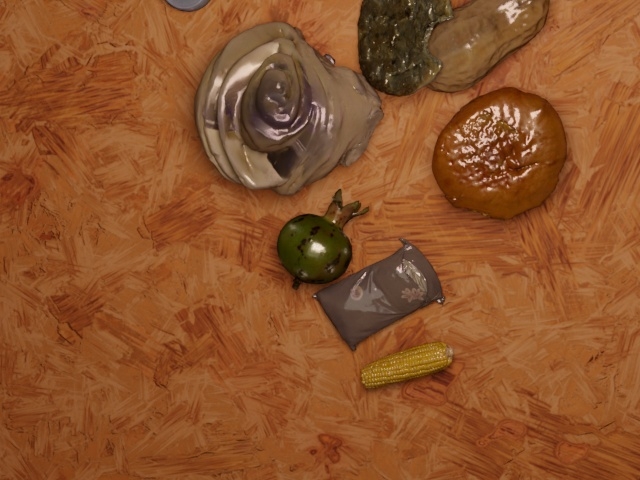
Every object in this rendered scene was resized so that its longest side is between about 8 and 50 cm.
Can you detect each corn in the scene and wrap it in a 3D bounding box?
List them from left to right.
[{"bbox_3d":[0.183,0.263,1.976,0.206,0.067,0.067,-20,97,15],"label":"corn"}]

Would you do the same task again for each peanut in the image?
[{"bbox_3d":[0.306,-0.390,1.785,0.291,0.159,0.143,-33,116,13],"label":"peanut"}]

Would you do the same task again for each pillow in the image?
[{"bbox_3d":[0.125,0.119,1.962,0.255,0.059,0.169,-31,97,13],"label":"pillow"}]

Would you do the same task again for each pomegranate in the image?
[{"bbox_3d":[0.009,-0.003,1.927,0.220,0.156,0.156,-43,92,-17],"label":"pomegranate"}]

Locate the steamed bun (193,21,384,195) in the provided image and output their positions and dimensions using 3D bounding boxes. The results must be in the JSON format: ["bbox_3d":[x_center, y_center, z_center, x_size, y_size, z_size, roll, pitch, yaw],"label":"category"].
[{"bbox_3d":[-0.077,-0.256,1.829,0.394,0.237,0.347,-6,99,11],"label":"steamed bun"}]

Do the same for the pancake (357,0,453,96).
[{"bbox_3d":[0.156,-0.399,1.797,0.253,0.037,0.254,-2,88,48],"label":"pancake"}]

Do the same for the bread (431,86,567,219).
[{"bbox_3d":[0.353,-0.168,1.827,0.268,0.146,0.269,2,105,8],"label":"bread"}]

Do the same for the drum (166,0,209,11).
[{"bbox_3d":[-0.275,-0.592,1.891,0.130,0.049,0.253,-2,101,10],"label":"drum"}]
